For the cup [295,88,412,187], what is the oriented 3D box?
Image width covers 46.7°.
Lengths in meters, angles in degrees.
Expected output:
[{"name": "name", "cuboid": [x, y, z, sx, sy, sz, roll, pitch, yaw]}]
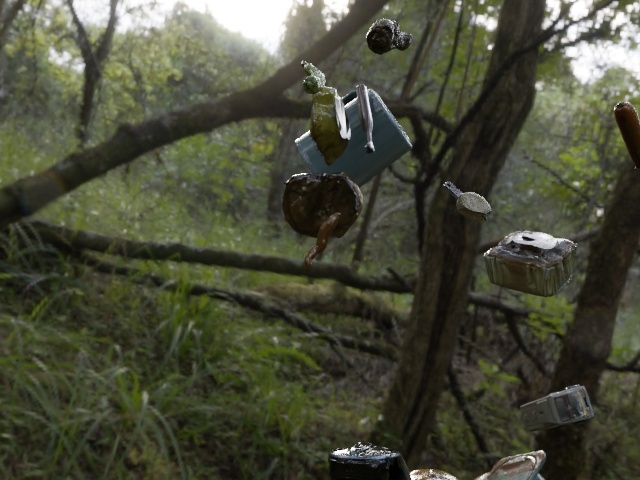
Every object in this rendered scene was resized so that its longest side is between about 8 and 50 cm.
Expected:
[{"name": "cup", "cuboid": [0.115, -0.328, 2.485, 0.257, 0.311, 0.331, 52, 11, -15]}]

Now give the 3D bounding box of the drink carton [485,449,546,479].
[{"name": "drink carton", "cuboid": [0.456, 0.600, 1.622, 0.190, 0.191, 0.185, 48, -34, -4]}]

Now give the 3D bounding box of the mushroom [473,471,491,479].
[{"name": "mushroom", "cuboid": [0.547, 0.794, 2.171, 0.292, 0.293, 0.290, 11, 20, 22]}]

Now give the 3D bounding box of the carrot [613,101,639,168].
[{"name": "carrot", "cuboid": [0.961, -0.331, 2.285, 0.067, 0.067, 0.225, 4, -51, 54]}]

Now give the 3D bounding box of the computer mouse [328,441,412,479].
[{"name": "computer mouse", "cuboid": [0.100, 0.440, 1.416, 0.137, 0.096, 0.233, -6, -35, 19]}]

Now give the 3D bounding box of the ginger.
[{"name": "ginger", "cuboid": [0.014, -0.105, 2.243, 0.269, 0.201, 0.223, 1, 3, 19]}]

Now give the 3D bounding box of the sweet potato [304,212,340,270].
[{"name": "sweet potato", "cuboid": [0.003, 0.002, 1.985, 0.044, 0.179, 0.044, 31, -5, 3]}]

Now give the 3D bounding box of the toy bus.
[{"name": "toy bus", "cuboid": [0.581, 0.420, 1.834, 0.106, 0.092, 0.268, -11, -17, -6]}]

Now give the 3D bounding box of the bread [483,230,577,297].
[{"name": "bread", "cuboid": [0.578, 0.053, 2.034, 0.209, 0.110, 0.192, 17, 36, 40]}]

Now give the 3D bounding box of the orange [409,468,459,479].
[{"name": "orange", "cuboid": [0.302, 0.724, 2.031, 0.240, 0.171, 0.240, 5, 9, -1]}]

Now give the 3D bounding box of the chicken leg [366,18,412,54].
[{"name": "chicken leg", "cuboid": [0.167, -0.483, 1.772, 0.069, 0.085, 0.198, 25, 19, 23]}]

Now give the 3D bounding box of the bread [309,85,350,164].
[{"name": "bread", "cuboid": [0.025, -0.311, 1.974, 0.088, 0.161, 0.233, -10, -18, 14]}]

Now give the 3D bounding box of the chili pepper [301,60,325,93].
[{"name": "chili pepper", "cuboid": [-0.014, -0.352, 1.602, 0.048, 0.043, 0.208, -11, 25, 3]}]

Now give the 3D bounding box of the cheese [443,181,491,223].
[{"name": "cheese", "cuboid": [0.455, -0.119, 2.321, 0.171, 0.092, 0.048, 28, -44, 1]}]

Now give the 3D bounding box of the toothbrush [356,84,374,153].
[{"name": "toothbrush", "cuboid": [0.136, -0.364, 2.207, 0.040, 0.364, 0.041, -1, -50, -2]}]
